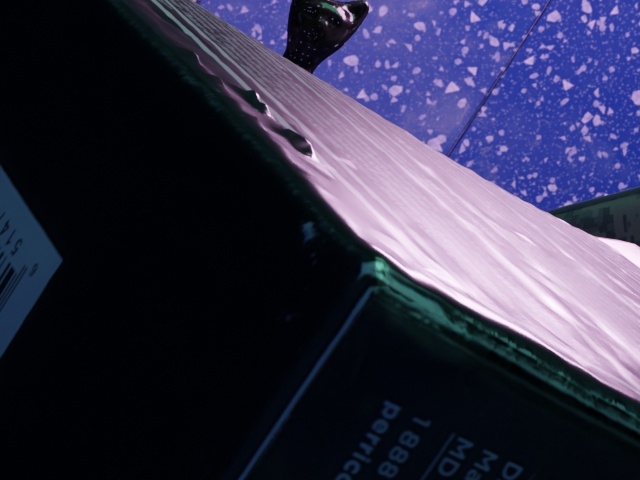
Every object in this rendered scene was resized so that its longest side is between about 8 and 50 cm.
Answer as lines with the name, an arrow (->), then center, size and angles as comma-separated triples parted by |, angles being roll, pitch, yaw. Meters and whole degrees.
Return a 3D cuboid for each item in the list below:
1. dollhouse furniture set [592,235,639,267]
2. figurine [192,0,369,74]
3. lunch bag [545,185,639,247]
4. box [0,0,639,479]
dollhouse furniture set -> 0.175, 0.063, 0.697 | 0.152, 0.201, 0.374 | 2, -5, -41
figurine -> -0.091, -0.189, 1.741 | 0.215, 0.209, 0.092 | 32, 7, -7
lunch bag -> 0.306, 0.079, 1.270 | 0.256, 0.305, 0.213 | 22, 58, -54
box -> 0.016, 0.075, 0.517 | 0.294, 0.183, 0.296 | 27, 11, -32
